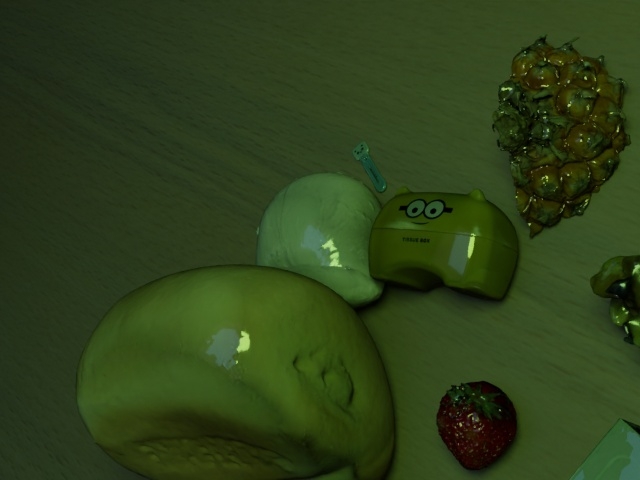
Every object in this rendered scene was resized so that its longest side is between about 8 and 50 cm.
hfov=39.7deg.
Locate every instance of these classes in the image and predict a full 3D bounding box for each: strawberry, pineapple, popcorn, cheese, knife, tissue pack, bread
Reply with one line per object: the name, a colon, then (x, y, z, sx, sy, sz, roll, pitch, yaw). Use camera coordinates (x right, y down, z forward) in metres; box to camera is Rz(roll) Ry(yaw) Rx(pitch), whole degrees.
strawberry: (0.182, 0.219, 1.048, 0.106, 0.106, 0.106, -14, 66, 35)
pineapple: (0.285, -0.151, 1.051, 0.140, 0.164, 0.249, -5, 68, 30)
popcorn: (0.396, 0.055, 0.902, 0.195, 0.173, 0.168, -37, 76, 13)
cheese: (0.000, 0.000, 1.231, 0.198, 0.154, 0.189, -5, 66, 38)
knife: (0.073, -0.107, 1.302, 0.027, 0.010, 0.096, -42, 53, 21)
tissue pack: (0.155, 0.003, 1.120, 0.178, 0.123, 0.127, 6, 78, 41)
bread: (-0.117, 0.184, 1.160, 0.376, 0.348, 0.253, -18, 40, 36)

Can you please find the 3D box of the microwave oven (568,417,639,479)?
microwave oven: (0.350, 0.344, 0.804, 0.237, 0.181, 0.295, -54, 50, 9)
